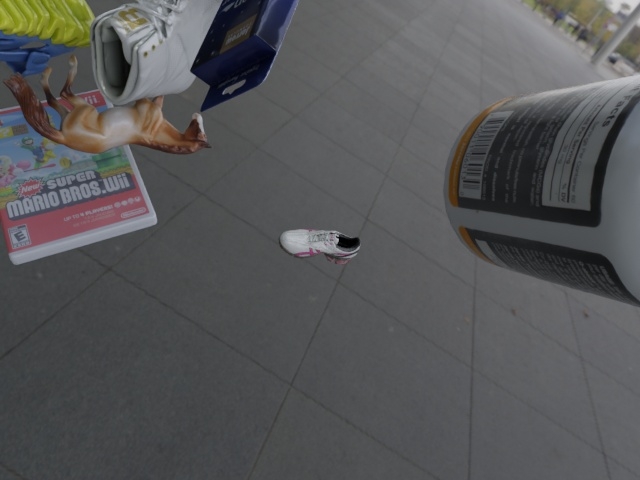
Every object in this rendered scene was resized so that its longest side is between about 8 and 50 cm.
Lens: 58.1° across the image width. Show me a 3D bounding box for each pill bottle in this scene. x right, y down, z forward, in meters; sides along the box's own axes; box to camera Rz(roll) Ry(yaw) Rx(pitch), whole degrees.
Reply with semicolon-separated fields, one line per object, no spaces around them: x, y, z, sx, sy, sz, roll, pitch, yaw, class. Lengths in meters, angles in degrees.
0.225;-0.036;0.417;0.162;0.162;0.278;22;0;-21;pill bottle

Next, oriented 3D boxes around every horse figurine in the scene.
-0.309;-0.190;0.846;0.263;0.066;0.174;-10;76;-25;horse figurine

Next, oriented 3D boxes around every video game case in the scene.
-0.394;-0.111;0.887;0.204;0.025;0.285;-19;62;-19;video game case

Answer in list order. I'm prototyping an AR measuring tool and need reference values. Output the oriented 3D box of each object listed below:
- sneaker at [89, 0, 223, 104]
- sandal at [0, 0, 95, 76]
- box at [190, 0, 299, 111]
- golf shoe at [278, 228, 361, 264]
-0.192;-0.297;0.734;0.108;0.292;0.169;36;33;4;sneaker
-0.418;-0.275;0.724;0.126;0.138;0.317;61;16;3;sandal
-0.073;-0.255;0.637;0.036;0.136;0.225;31;68;-35;box
0.000;0.000;1.281;0.186;0.086;0.067;8;57;-23;golf shoe
